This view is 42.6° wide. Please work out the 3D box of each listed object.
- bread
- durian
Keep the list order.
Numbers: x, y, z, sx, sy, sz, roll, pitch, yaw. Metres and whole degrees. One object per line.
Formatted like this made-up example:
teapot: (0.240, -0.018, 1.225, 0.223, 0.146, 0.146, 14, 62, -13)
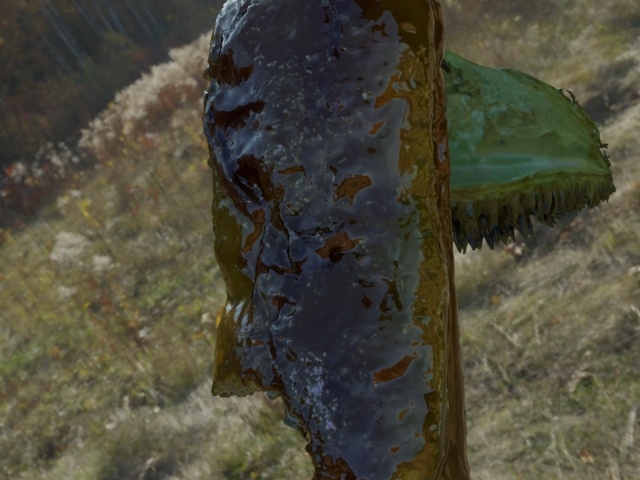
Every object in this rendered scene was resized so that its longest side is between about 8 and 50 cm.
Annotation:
bread: (0.000, 0.000, 0.560, 0.185, 0.380, 0.109, -7, -12, 25)
durian: (0.130, -0.091, 0.871, 0.163, 0.395, 0.197, 135, 144, -75)
